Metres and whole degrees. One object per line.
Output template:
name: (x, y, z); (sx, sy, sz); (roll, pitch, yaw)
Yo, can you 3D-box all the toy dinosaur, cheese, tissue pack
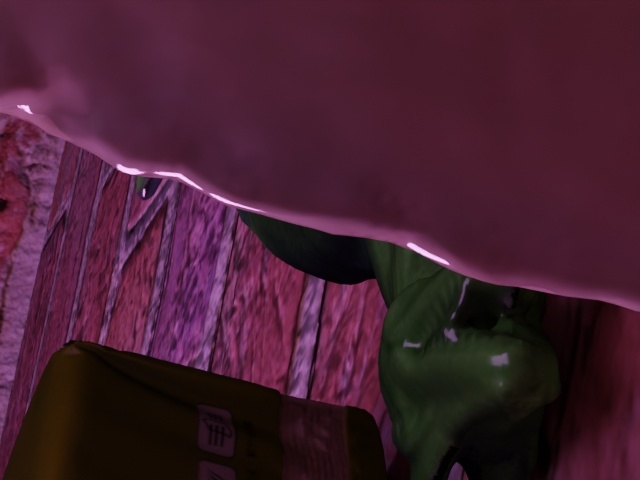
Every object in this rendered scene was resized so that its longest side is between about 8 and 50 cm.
toy dinosaur: (0.000, 0.000, 0.894); (0.500, 0.144, 0.374); (120, 148, -59)
cheese: (0.015, -0.111, 0.490); (0.332, 0.292, 0.153); (-104, 30, -75)
tissue pack: (-0.065, 0.208, 0.751); (0.275, 0.167, 0.200); (-97, 24, -55)
